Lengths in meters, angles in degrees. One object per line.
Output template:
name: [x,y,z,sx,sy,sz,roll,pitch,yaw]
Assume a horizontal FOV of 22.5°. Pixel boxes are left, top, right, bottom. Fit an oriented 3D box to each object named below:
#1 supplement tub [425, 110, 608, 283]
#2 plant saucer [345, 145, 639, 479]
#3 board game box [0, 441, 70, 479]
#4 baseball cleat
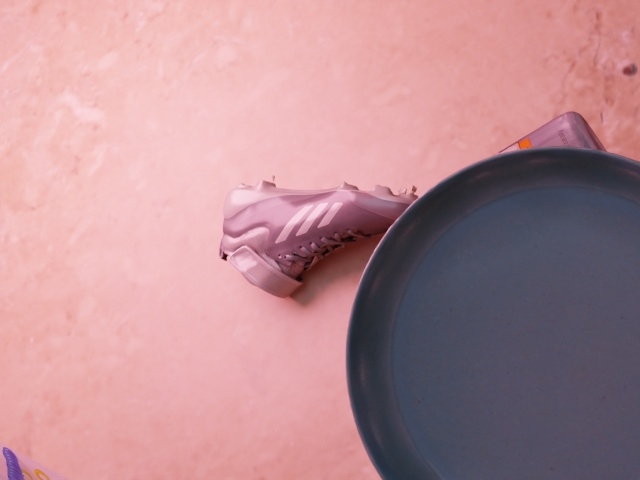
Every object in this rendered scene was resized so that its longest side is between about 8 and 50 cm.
supplement tub: [0.152,-0.009,1.288,0.190,0.117,0.117,-32,53,14]
plant saucer: [0.176,0.089,1.195,0.318,0.044,0.317,0,89,16]
board game box: [-0.202,0.307,1.213,0.086,0.308,0.302,-36,52,8]
baseball cleat: [0.000,0.000,1.420,0.206,0.072,0.109,3,81,38]
